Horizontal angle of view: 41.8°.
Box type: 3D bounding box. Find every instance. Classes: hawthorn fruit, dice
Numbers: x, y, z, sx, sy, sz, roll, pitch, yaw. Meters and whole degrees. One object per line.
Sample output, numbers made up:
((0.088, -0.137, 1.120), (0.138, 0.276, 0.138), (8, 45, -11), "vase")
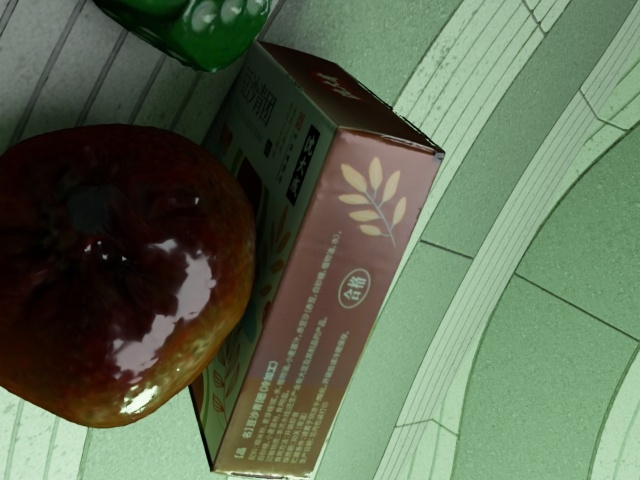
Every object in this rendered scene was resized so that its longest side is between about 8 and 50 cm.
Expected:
((-0.206, 0.038, 0.807), (0.295, 0.295, 0.311), (-36, 169, -38), "hawthorn fruit")
((-0.128, -0.242, 0.792), (0.128, 0.131, 0.120), (-59, 156, -2), "dice")

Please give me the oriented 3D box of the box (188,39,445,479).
((-0.046, 0.007, 0.948), (0.122, 0.344, 0.385), (12, 111, -23), "box")
